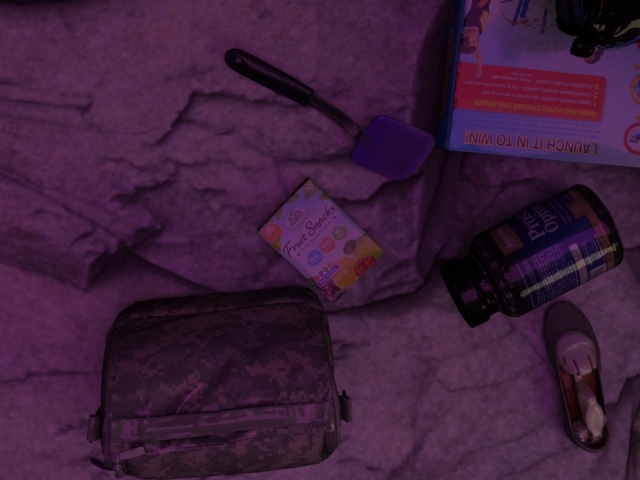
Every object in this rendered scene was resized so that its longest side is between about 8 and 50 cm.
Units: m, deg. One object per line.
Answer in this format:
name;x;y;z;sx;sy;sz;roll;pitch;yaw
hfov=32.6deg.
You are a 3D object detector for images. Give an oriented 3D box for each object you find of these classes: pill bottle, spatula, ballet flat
pill bottle;0.275;0.026;1.443;0.219;0.123;0.123;-27;100;-2
spatula;0.006;-0.170;1.432;0.296;0.030;0.084;29;118;-6
ballet flat;0.360;0.189;1.502;0.072;0.068;0.213;-13;99;-4

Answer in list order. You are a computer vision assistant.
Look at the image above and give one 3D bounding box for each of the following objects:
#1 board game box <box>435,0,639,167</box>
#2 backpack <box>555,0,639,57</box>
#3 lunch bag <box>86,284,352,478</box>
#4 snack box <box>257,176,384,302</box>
board game box;0.319;-0.256;1.425;0.308;0.086;0.302;5;98;-6
backpack;0.374;-0.377;1.258;0.276;0.213;0.263;-16;116;-9
lunch bag;-0.125;0.187;1.359;0.305;0.256;0.213;-4;98;-5
snack box;0.000;0.000;1.454;0.141;0.037;0.100;44;91;-9
